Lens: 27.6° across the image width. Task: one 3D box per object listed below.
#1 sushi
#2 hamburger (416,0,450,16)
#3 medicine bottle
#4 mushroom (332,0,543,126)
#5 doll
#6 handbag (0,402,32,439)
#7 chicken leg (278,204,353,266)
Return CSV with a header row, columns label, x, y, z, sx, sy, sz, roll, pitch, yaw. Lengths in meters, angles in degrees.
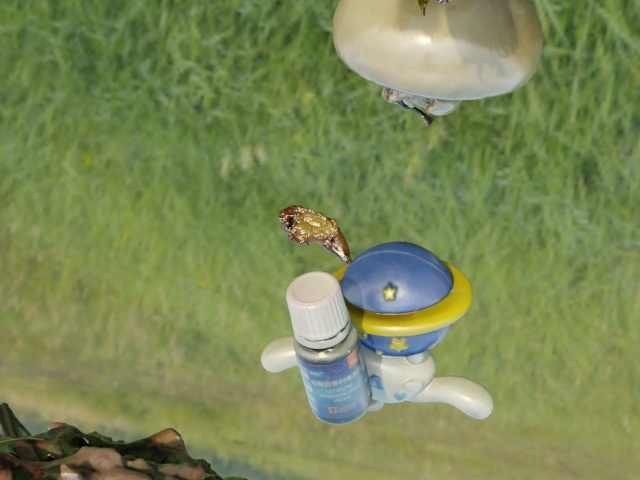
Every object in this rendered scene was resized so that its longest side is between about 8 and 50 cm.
label,x,y,z,sx,sy,sz,roll,pitch,yaw
sushi,-0.138,0.212,0.868,0.236,0.171,0.270,3,178,-12
hamburger,0.132,-0.388,1.665,0.093,0.164,0.189,-15,144,20
medicine bottle,0.009,0.131,1.592,0.083,0.083,0.203,7,132,25
mushroom,0.196,-0.326,2.233,0.362,0.295,0.362,9,-157,-4
doll,0.066,0.106,1.719,0.310,0.160,0.243,-1,137,16
handbag,-0.381,0.367,1.704,0.075,0.332,0.192,-15,-140,-20
chicken leg,0.002,-0.004,1.882,0.145,0.062,0.037,30,154,4
